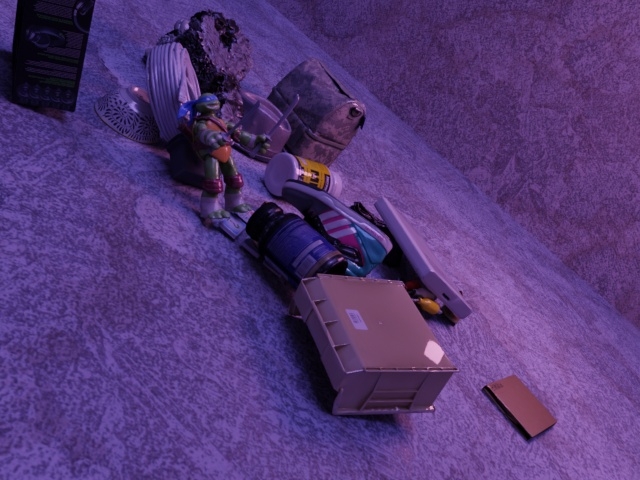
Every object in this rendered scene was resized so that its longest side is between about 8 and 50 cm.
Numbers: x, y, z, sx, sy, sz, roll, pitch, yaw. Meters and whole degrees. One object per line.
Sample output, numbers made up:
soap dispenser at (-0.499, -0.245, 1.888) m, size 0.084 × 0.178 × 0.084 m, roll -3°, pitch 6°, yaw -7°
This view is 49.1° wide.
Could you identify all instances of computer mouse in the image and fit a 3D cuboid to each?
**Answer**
computer mouse at (0.164, -0.035, 2.079) m, size 0.184 × 0.060 × 0.262 m, roll 32°, pitch 23°, yaw -18°

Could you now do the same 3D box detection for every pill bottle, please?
pill bottle at (-0.056, 0.019, 1.512) m, size 0.219 × 0.123 × 0.123 m, roll 42°, pitch 22°, yaw 21°
pill bottle at (-0.043, -0.165, 1.937) m, size 0.208 × 0.119 × 0.119 m, roll 10°, pitch 36°, yaw -48°

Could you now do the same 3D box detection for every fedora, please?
fedora at (-0.193, -0.348, 2.053) m, size 0.275 × 0.124 × 0.244 m, roll 36°, pitch 22°, yaw -6°

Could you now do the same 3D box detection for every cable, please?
cable at (0.217, 0.128, 1.792) m, size 0.139 × 0.072 × 0.287 m, roll 52°, pitch 14°, yaw 27°
cable at (-0.348, -0.349, 1.712) m, size 0.257 × 0.089 × 0.257 m, roll 77°, pitch 3°, yaw -65°

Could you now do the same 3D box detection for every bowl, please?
bowl at (-0.443, -0.315, 1.674) m, size 0.170 × 0.080 × 0.170 m, roll 31°, pitch 24°, yaw -15°

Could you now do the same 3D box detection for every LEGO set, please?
LEGO set at (-0.120, -0.028, 1.649) m, size 0.182 × 0.060 × 0.244 m, roll 41°, pitch 22°, yaw -3°

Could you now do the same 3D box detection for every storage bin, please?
storage bin at (-0.294, -0.176, 1.638) m, size 0.135 × 0.098 × 0.091 m, roll 19°, pitch 57°, yaw -40°
storage bin at (0.094, 0.203, 1.391) m, size 0.260 × 0.123 × 0.262 m, roll 6°, pitch 37°, yaw -30°

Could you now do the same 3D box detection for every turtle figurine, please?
turtle figurine at (-0.180, -0.186, 1.528) m, size 0.274 × 0.266 × 0.198 m, roll -2°, pitch 14°, yaw -2°

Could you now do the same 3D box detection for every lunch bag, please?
lunch bag at (-0.013, -0.422, 2.290) m, size 0.212 × 0.256 × 0.305 m, roll 12°, pitch 35°, yaw -47°

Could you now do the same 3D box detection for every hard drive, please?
hard drive at (0.285, 0.045, 1.980) m, size 0.233 × 0.047 × 0.353 m, roll 42°, pitch 15°, yaw -38°

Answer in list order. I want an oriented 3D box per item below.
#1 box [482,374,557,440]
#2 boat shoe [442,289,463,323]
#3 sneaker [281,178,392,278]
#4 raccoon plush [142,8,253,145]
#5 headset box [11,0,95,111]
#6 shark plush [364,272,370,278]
box at (0.510, 0.421, 1.785) m, size 0.164 × 0.021 × 0.201 m, roll 50°, pitch 25°, yaw 26°
boat shoe at (0.385, 0.188, 2.004) m, size 0.056 × 0.048 × 0.153 m, roll 39°, pitch 22°, yaw 1°
sneaker at (0.000, 0.000, 1.627) m, size 0.295 × 0.178 × 0.124 m, roll 34°, pitch -18°, yaw 6°
raccoon plush at (-0.375, -0.444, 1.971) m, size 0.216 × 0.299 × 0.446 m, roll 32°, pitch 53°, yaw -41°
headset box at (-0.572, -0.443, 1.482) m, size 0.131 × 0.283 × 0.246 m, roll 6°, pitch 35°, yaw -27°
shark plush at (0.095, 0.099, 1.662) m, size 0.161 × 0.067 × 0.073 m, roll 28°, pitch 17°, yaw 38°
